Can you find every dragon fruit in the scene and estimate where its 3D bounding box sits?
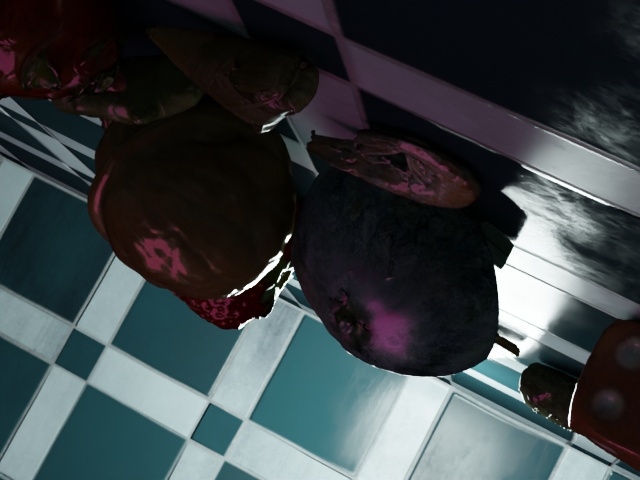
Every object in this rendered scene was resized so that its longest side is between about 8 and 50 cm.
[{"bbox_3d":[-0.355,-0.231,1.414,0.200,0.269,0.198,62,148,24],"label":"dragon fruit"}]

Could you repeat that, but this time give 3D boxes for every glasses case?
[{"bbox_3d":[0.159,-0.014,1.640,0.184,0.039,0.077,20,169,45],"label":"glasses case"}]

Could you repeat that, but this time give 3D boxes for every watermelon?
[{"bbox_3d":[0.076,0.032,1.551,0.321,0.175,0.188,37,156,16],"label":"watermelon"}]

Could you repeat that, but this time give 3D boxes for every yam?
[{"bbox_3d":[0.463,0.299,2.356,0.183,0.107,0.107,25,171,40],"label":"yam"}]

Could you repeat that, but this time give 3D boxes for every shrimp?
[{"bbox_3d":[0.077,-0.092,1.422,0.223,0.048,0.126,19,161,24],"label":"shrimp"}]

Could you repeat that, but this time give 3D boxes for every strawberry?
[{"bbox_3d":[-0.164,-0.003,2.064,0.276,0.257,0.257,33,172,3],"label":"strawberry"}]

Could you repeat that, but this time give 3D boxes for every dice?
[{"bbox_3d":[0.442,0.219,1.671,0.179,0.174,0.175,23,172,27],"label":"dice"}]

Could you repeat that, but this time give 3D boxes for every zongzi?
[{"bbox_3d":[-0.092,-0.188,1.310,0.176,0.078,0.160,34,165,-13],"label":"zongzi"}]

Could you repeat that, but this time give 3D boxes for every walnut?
[{"bbox_3d":[-0.170,-0.063,1.682,0.285,0.285,0.296,36,-154,-44],"label":"walnut"}]

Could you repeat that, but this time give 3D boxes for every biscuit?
[{"bbox_3d":[0.265,0.157,2.381,0.236,0.026,0.131,28,173,0],"label":"biscuit"}]

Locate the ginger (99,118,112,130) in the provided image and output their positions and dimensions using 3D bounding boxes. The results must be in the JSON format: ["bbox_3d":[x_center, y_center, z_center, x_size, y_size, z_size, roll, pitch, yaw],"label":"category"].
[{"bbox_3d":[-0.307,-0.185,2.061,0.122,0.084,0.290,7,168,-4],"label":"ginger"}]

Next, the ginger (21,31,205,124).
[{"bbox_3d":[-0.266,-0.208,1.554,0.289,0.137,0.089,19,130,37],"label":"ginger"}]
